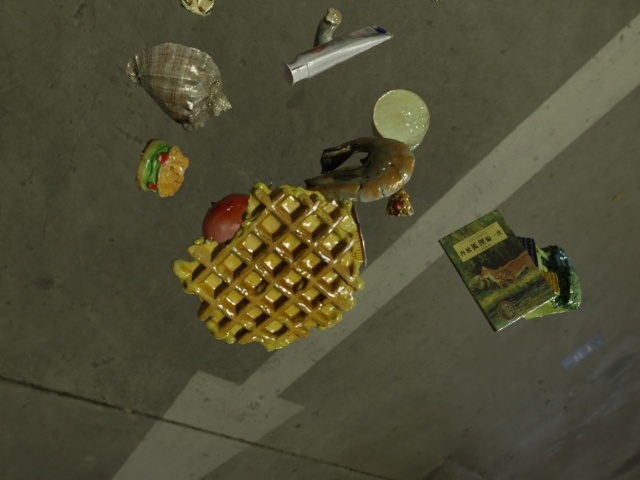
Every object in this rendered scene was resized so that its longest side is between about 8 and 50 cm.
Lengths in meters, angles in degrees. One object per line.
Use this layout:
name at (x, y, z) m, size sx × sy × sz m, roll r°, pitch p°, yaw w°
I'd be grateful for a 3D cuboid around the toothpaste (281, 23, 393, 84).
toothpaste at (0.044, -0.509, 1.118) m, size 0.323 × 0.100 × 0.066 m, roll -32°, pitch 144°, yaw -17°

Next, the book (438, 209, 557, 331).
book at (0.383, 0.062, 0.914) m, size 0.160 × 0.228 × 0.024 m, roll -27°, pitch 168°, yaw -8°

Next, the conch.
conch at (-0.484, -0.523, 1.454) m, size 0.352 × 0.210 × 0.297 m, roll -2°, pitch 155°, yaw -24°

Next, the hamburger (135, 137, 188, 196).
hamburger at (-0.610, -0.275, 1.638) m, size 0.149 × 0.237 × 0.237 m, roll 21°, pitch 116°, yaw -6°

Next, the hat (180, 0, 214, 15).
hat at (-0.270, -0.530, 0.899) m, size 0.076 × 0.059 × 0.077 m, roll 10°, pitch 103°, yaw -38°

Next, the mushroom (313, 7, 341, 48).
mushroom at (0.021, -0.788, 1.651) m, size 0.099 × 0.096 × 0.278 m, roll -39°, pitch 164°, yaw -23°

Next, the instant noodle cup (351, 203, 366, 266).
instant noodle cup at (0.000, 0.000, 1.127) m, size 0.212 × 0.193 × 0.193 m, roll -12°, pitch 129°, yaw -1°

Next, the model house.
model house at (0.568, 0.081, 1.133) m, size 0.211 × 0.193 × 0.170 m, roll 29°, pitch 146°, yaw -30°

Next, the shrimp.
shrimp at (0.048, -0.135, 0.780) m, size 0.254 × 0.145 × 0.059 m, roll -3°, pitch 155°, yaw 28°

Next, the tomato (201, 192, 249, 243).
tomato at (-0.358, -0.049, 1.833) m, size 0.322 × 0.321 × 0.321 m, roll -13°, pitch 128°, yaw -17°

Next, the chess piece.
chess piece at (0.315, -0.435, 1.796) m, size 0.234 × 0.234 × 0.442 m, roll -29°, pitch 170°, yaw -3°

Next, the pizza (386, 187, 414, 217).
pizza at (0.196, -0.087, 1.021) m, size 0.025 × 0.078 × 0.083 m, roll -3°, pitch 121°, yaw -48°

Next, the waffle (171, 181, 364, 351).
waffle at (-0.071, 0.046, 0.674) m, size 0.301 × 0.058 × 0.281 m, roll -22°, pitch 111°, yaw -1°
